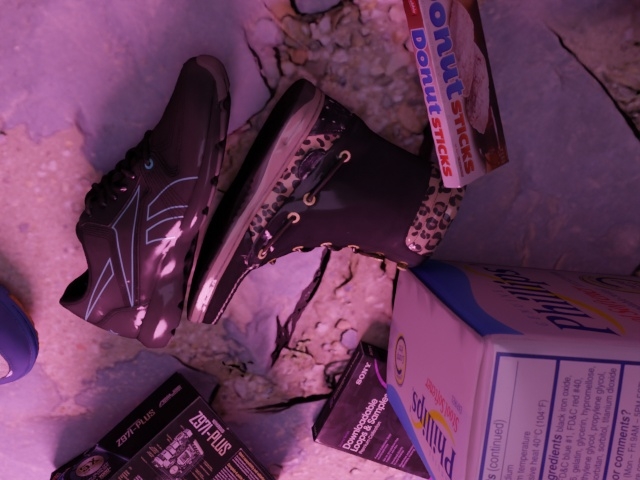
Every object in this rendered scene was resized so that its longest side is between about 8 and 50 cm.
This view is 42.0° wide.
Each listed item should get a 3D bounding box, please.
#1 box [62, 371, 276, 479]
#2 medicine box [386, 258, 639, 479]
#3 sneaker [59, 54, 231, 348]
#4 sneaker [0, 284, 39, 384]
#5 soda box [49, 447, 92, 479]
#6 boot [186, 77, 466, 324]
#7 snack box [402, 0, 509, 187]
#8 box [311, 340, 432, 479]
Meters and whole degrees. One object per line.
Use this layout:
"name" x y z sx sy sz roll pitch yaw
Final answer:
"box" -0.129 0.246 0.803 0.147 0.077 0.180 -42 115 -13
"medicine box" 0.223 0.120 0.688 0.289 0.263 0.149 5 99 -8
"sneaker" -0.144 -0.029 0.689 0.106 0.101 0.267 16 113 -10
"sneaker" -0.381 0.056 0.690 0.296 0.131 0.112 33 106 -20
"soda box" -0.208 0.297 0.858 0.053 0.060 0.169 -33 114 6
"boot" 0.001 0.000 0.724 0.178 0.085 0.236 24 110 -18
"snack box" 0.109 -0.137 0.674 0.064 0.022 0.178 -27 111 -31
"box" 0.087 0.179 0.847 0.162 0.029 0.116 21 111 -13
